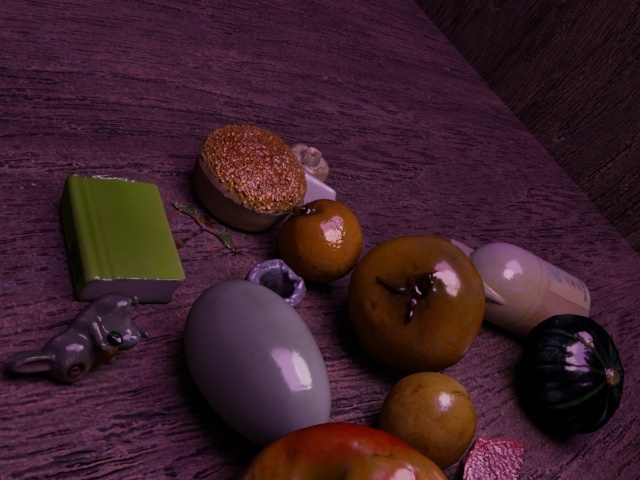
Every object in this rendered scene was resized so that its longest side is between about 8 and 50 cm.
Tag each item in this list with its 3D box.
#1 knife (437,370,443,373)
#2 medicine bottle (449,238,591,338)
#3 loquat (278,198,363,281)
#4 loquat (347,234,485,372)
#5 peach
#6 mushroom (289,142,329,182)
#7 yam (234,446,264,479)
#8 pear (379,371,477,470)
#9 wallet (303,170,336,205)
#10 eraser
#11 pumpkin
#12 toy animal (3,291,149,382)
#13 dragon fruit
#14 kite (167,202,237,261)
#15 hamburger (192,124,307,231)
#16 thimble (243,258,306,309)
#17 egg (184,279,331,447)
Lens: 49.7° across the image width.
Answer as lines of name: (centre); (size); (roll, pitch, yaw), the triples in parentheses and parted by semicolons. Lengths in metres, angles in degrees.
knife: (0.337, 0.285, 1.828); (0.035, 0.018, 0.247); (37, 33, 2)
medicine bottle: (0.555, 0.138, 2.007); (0.406, 0.236, 0.236); (25, 36, -22)
loquat: (0.000, 0.000, 1.678); (0.208, 0.208, 0.208); (25, 36, -20)
loquat: (0.229, 0.155, 1.647); (0.328, 0.328, 0.359); (50, -5, 16)
peach: (0.043, 0.470, 1.041); (0.388, 0.388, 0.388); (25, 36, -20)
mushroom: (-0.043, -0.212, 1.967); (0.148, 0.112, 0.148); (17, 40, -15)
yam: (-0.082, 0.400, 1.249); (0.078, 0.078, 0.179); (42, 33, 4)
pear: (0.219, 0.384, 1.446); (0.208, 0.209, 0.209); (25, 36, -20)
wallet: (-0.047, -0.138, 1.899); (0.190, 0.095, 0.033); (27, 8, -14)
eraser: (-0.408, -0.006, 1.405); (0.210, 0.092, 0.274); (4, 48, -39)
pumpkin: (0.676, 0.353, 1.829); (0.315, 0.238, 0.315); (11, 73, -39)
toy animal: (-0.415, 0.182, 1.191); (0.236, 0.138, 0.108); (-35, 116, -32)
dragon fruit: (0.319, 0.535, 1.429); (0.126, 0.161, 0.274); (24, 46, 7)
kite: (-0.281, -0.020, 1.612); (0.198, 0.006, 0.244); (40, 33, 1)
hamburger: (-0.177, -0.163, 1.724); (0.302, 0.170, 0.302); (27, 34, -20)
thimble: (-0.113, 0.124, 1.505); (0.127, 0.118, 0.151); (42, 34, 9)
egg: (-0.116, 0.225, 1.268); (0.229, 0.230, 0.371); (3, 36, -42)
